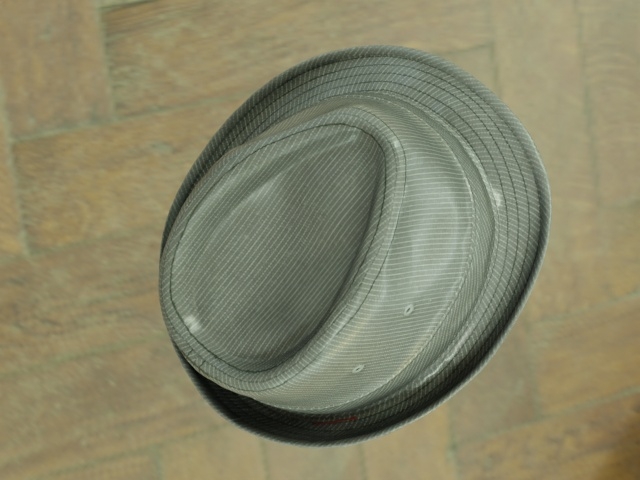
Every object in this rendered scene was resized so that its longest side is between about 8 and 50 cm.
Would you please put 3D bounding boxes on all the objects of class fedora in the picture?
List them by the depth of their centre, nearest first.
[{"bbox_3d":[0.000,0.000,1.078,0.275,0.124,0.243,-44,73,12],"label":"fedora"}]
